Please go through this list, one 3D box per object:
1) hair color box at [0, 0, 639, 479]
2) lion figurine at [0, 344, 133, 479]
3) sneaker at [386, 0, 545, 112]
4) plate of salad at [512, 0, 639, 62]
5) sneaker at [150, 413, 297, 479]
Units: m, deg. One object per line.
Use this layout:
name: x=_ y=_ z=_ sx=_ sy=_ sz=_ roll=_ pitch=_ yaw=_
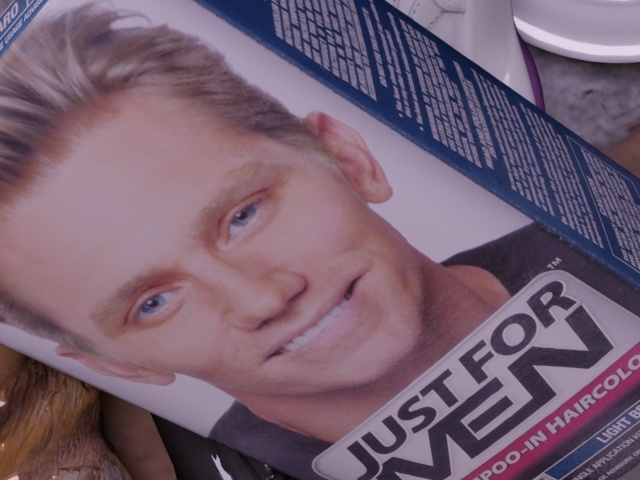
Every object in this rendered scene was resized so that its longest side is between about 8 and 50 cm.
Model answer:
hair color box: x=0.000 y=0.000 z=0.611 sx=0.347 sy=0.105 sz=0.174 roll=30 pitch=121 yaw=-30
lion figurine: x=-0.236 y=0.034 z=0.676 sx=0.392 sy=0.142 sz=0.240 roll=31 pitch=91 yaw=-17
sneaker: x=0.011 y=-0.121 z=0.652 sx=0.152 sy=0.114 sz=0.305 roll=-16 pitch=115 yaw=-5
plate of salad: x=0.145 y=-0.186 z=0.713 sx=0.200 sy=0.048 sz=0.199 roll=2 pitch=99 yaw=10
sneaker: x=-0.030 y=0.186 z=0.736 sx=0.130 sy=0.109 sz=0.286 roll=-26 pitch=93 yaw=10
